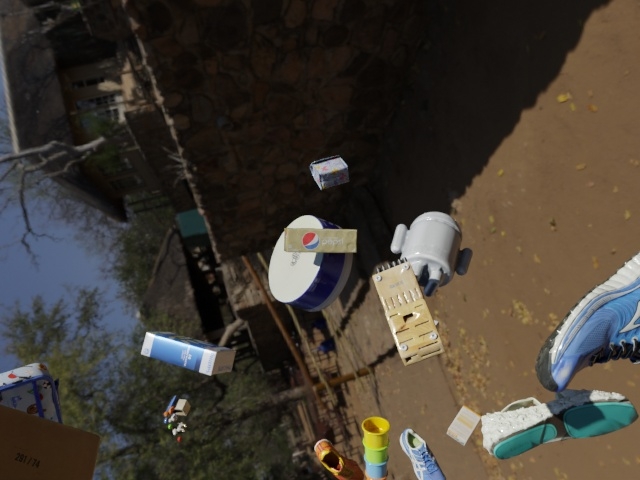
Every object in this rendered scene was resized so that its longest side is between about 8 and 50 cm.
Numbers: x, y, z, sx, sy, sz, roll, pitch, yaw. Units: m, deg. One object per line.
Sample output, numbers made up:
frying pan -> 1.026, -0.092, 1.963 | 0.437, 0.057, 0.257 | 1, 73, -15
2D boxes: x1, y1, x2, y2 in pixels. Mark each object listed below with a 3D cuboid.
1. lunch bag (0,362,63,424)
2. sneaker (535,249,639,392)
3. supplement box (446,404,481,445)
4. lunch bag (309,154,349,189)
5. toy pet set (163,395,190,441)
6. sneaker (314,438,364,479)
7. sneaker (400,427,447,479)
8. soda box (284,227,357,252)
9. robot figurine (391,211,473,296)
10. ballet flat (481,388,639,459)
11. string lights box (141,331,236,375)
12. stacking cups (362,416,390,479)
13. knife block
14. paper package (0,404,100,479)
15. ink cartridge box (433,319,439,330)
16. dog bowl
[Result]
lunch bag -> -0.915, 0.530, 1.546 | 0.115, 0.243, 0.303 | 29, 124, 48
sneaker -> 0.491, 0.144, 0.823 | 0.147, 0.330, 0.129 | 48, 162, 29
supplement box -> 0.434, 0.558, 1.534 | 0.062, 0.098, 0.036 | 30, 145, 27
lunch bag -> 0.018, -0.159, 1.138 | 0.083, 0.071, 0.053 | -117, 13, -54
toy pet set -> -0.459, 0.540, 1.569 | 0.114, 0.065, 0.122 | -72, -24, -47
sneaker -> 0.049, 0.570, 1.272 | 0.175, 0.064, 0.067 | 44, 180, -23
sneaker -> 0.321, 0.693, 1.609 | 0.211, 0.080, 0.081 | 49, 158, 37
soda box -> 0.000, 0.000, 1.297 | 0.058, 0.181, 0.061 | -170, 81, -78
robot figurine -> 0.414, 0.035, 1.889 | 0.199, 0.300, 0.353 | 107, -175, -53
ballet flat -> 0.633, 0.473, 1.390 | 0.147, 0.409, 0.147 | -18, -90, -83
string lights box -> -0.420, 0.359, 1.622 | 0.133, 0.260, 0.076 | 29, -107, -70
stacking cups -> 0.198, 0.763, 1.731 | 0.096, 0.096, 0.316 | -134, 37, -70
knife block -> 0.202, 0.160, 1.154 | 0.242, 0.088, 0.275 | 51, -162, -59
paper package -> -0.724, 0.580, 1.182 | 0.325, 0.168, 0.309 | 41, -149, -40
ink cartridge box -> 0.420, 0.384, 2.166 | 0.151, 0.063, 0.109 | 14, 118, 27
dog bowl -> -0.033, 0.065, 1.459 | 0.265, 0.104, 0.264 | -31, 48, 42
